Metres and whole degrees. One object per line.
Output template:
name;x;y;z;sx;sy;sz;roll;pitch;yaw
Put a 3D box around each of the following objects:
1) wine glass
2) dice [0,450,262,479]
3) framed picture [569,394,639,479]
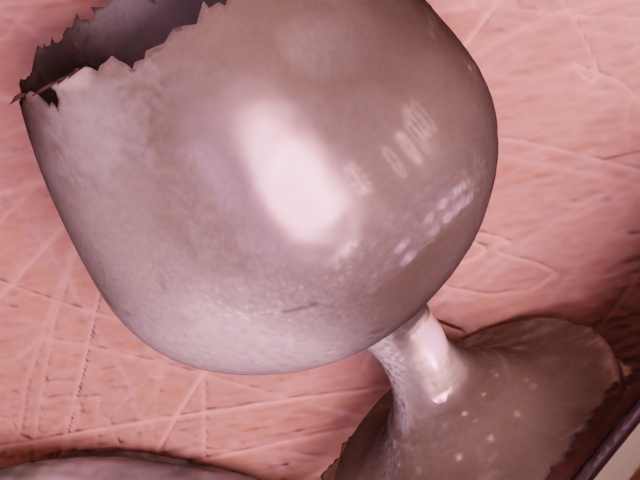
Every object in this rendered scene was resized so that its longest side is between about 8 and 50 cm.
wine glass;0.000;0.000;0.694;0.238;0.238;0.323;-29;111;18
dice;-0.125;0.340;0.777;0.331;0.348;0.327;11;111;7
framed picture;0.218;0.093;0.730;0.013;0.244;0.323;46;118;30
